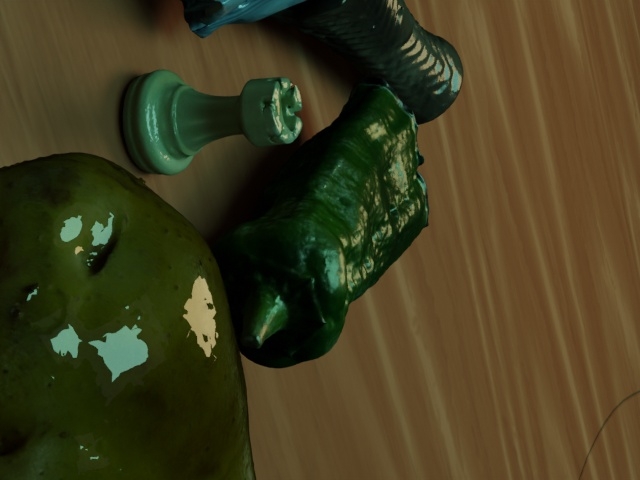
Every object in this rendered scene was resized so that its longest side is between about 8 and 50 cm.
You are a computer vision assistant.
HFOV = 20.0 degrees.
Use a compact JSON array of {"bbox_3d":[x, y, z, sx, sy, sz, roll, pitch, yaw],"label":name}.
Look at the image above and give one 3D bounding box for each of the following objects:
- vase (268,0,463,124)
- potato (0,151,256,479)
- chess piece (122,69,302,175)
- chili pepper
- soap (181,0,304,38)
[{"bbox_3d":[0.035,-0.164,1.350,0.237,0.115,0.115,39,52,-59],"label":"vase"},{"bbox_3d":[-0.115,0.125,0.953,0.195,0.176,0.369,-102,178,-63],"label":"potato"},{"bbox_3d":[-0.065,-0.077,1.129,0.067,0.103,0.067,15,73,-61],"label":"chess piece"},{"bbox_3d":[0.000,0.000,1.251,0.270,0.099,0.136,-47,156,-55],"label":"chili pepper"},{"bbox_3d":[-0.061,-0.276,1.126,0.156,0.077,0.293,-30,117,-22],"label":"soap"}]
